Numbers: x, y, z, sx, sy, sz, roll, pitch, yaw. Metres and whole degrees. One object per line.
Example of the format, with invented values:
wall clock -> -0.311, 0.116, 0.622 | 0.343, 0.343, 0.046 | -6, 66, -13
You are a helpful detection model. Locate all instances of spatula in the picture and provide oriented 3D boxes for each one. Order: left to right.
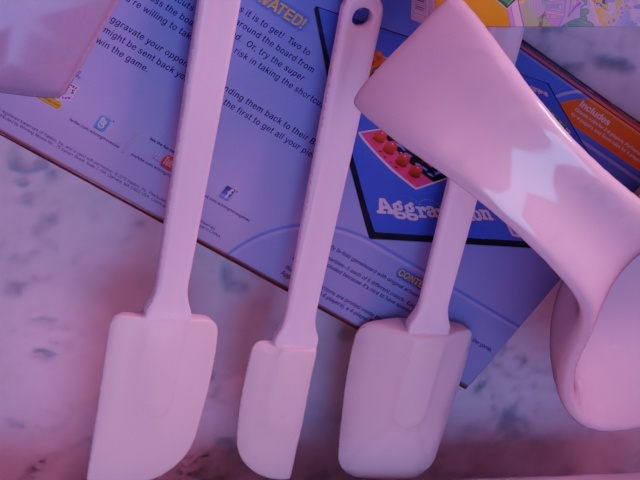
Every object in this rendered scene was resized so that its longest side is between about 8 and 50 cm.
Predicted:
spatula -> 0.000, 0.000, 0.707 | 0.168, 0.019, 0.242 | 4, 115, -19

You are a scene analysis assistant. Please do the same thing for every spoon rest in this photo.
spoon rest -> 0.122, 0.005, 0.697 | 0.137, 0.084, 0.276 | -46, 137, 9

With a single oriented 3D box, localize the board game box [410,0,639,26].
board game box -> 0.090, -0.159, 0.643 | 0.103, 0.026, 0.154 | -3, 105, -18

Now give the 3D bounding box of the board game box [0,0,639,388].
board game box -> 0.002, -0.051, 0.701 | 0.281, 0.027, 0.145 | 30, 108, -30

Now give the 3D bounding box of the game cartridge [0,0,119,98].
game cartridge -> -0.179, -0.171, 0.541 | 0.294, 0.060, 0.196 | 27, 105, -22

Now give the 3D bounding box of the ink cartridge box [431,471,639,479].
ink cartridge box -> 0.005, 0.255, 0.715 | 0.384, 0.279, 0.160 | 0, 135, -19
